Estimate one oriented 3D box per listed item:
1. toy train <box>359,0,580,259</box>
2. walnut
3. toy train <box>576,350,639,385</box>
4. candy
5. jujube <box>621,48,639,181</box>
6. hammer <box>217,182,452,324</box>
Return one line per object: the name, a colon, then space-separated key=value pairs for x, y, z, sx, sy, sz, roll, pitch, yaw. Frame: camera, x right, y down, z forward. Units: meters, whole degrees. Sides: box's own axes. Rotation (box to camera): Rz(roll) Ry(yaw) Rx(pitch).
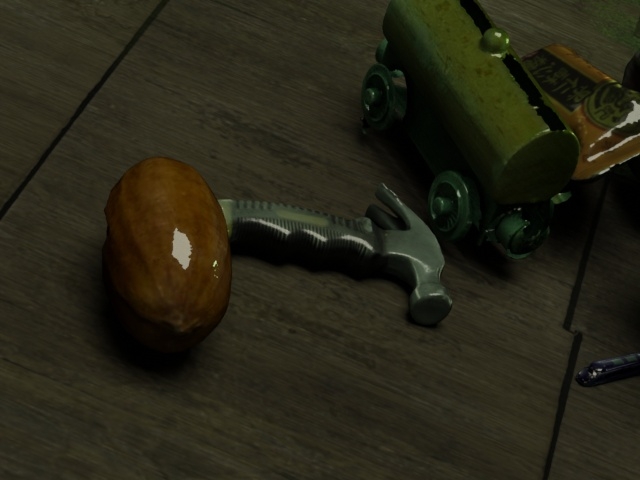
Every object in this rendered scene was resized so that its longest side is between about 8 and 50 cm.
toy train: x=0.152 y=-0.126 z=1.632 sx=0.126 sy=0.189 sz=0.307 roll=4 pitch=41 yaw=-34
walnut: x=-0.127 y=0.005 z=1.366 sx=0.116 sy=0.116 sz=0.207 roll=7 pitch=42 yaw=-21
toy train: x=0.263 y=0.114 z=1.514 sx=0.083 sy=0.017 sz=0.017 roll=-9 pitch=43 yaw=-36
candy: x=0.264 y=-0.124 z=1.697 sx=0.143 sy=0.101 sz=0.271 roll=-28 pitch=25 yaw=-7
jujube: x=0.465 y=-0.104 z=1.757 sx=0.317 sy=0.226 sz=0.226 roll=16 pitch=34 yaw=-12
hammer: x=0.000 y=0.000 z=1.507 sx=0.226 sy=0.041 sz=0.159 roll=8 pitch=36 yaw=-19
